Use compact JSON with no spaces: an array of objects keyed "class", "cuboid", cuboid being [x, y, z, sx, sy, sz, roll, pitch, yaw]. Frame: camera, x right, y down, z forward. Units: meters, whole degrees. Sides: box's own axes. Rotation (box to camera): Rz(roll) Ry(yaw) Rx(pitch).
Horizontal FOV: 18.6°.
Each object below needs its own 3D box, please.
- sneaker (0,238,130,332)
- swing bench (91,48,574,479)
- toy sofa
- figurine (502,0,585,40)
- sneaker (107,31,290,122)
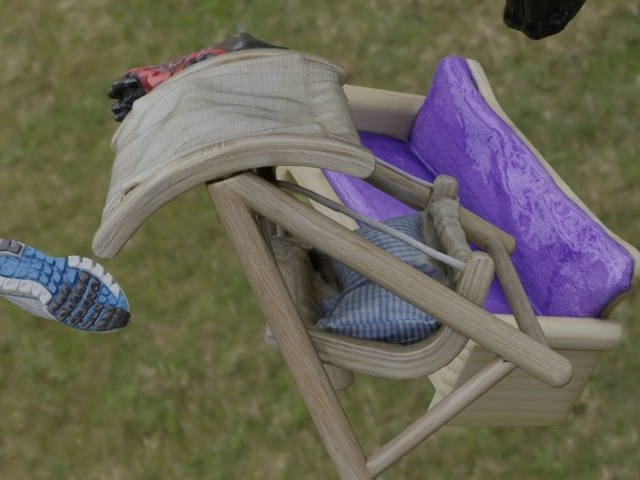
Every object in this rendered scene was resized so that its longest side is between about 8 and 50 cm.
[{"class":"sneaker","cuboid":[-0.265,0.054,2.003,0.190,0.083,0.071,21,74,29]},{"class":"swing bench","cuboid":[0.000,0.000,1.208,0.165,0.255,0.253,-40,16,9]},{"class":"toy sofa","cuboid":[0.112,-0.014,1.718,0.150,0.177,0.362,4,36,-33]},{"class":"figurine","cuboid":[0.147,-0.318,1.854,0.215,0.209,0.092,29,68,27]},{"class":"sneaker","cuboid":[-0.115,-0.150,1.997,0.135,0.097,0.276,-23,9,-32]}]
